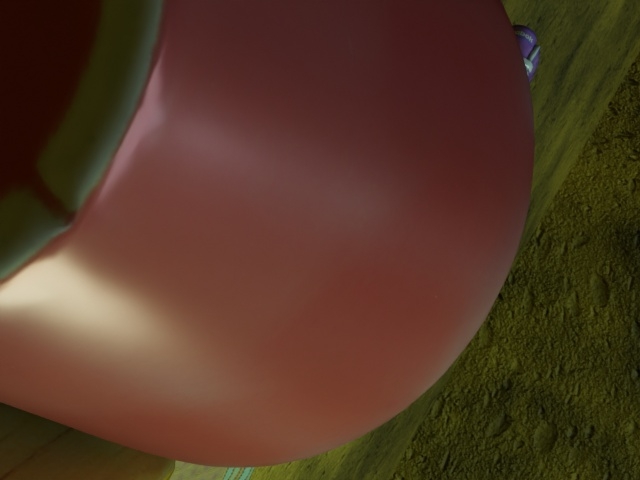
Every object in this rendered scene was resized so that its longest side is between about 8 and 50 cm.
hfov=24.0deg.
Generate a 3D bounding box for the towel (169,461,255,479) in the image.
[{"bbox_3d":[-0.112,0.146,1.136,0.271,0.040,0.370,-16,135,-49],"label":"towel"}]

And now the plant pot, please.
[{"bbox_3d":[-0.084,-0.054,0.551,0.275,0.275,0.243,-63,156,4],"label":"plant pot"}]

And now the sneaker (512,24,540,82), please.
[{"bbox_3d":[0.192,-0.180,1.698,0.282,0.102,0.161,23,91,-88],"label":"sneaker"}]

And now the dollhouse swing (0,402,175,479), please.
[{"bbox_3d":[-0.150,0.274,0.679,0.347,0.305,0.315,-59,166,28],"label":"dollhouse swing"}]
